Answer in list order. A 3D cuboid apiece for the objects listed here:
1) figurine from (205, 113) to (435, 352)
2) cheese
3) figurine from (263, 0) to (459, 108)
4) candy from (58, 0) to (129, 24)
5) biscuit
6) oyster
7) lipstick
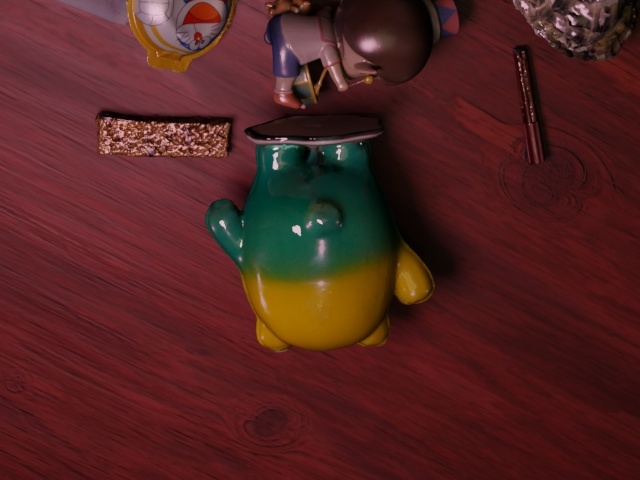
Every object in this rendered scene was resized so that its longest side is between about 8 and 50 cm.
[{"bbox_3d":[0.000,0.000,1.995,0.324,0.231,0.340,-5,106,-4],"label":"figurine"},{"bbox_3d":[-0.183,-0.367,1.920,0.177,0.069,0.270,8,101,-38],"label":"cheese"},{"bbox_3d":[0.058,-0.276,1.937,0.276,0.161,0.158,-11,151,6],"label":"figurine"},{"bbox_3d":[-0.325,-0.388,1.924,0.174,0.071,0.138,21,109,-8],"label":"candy"},{"bbox_3d":[-0.230,-0.152,2.035,0.199,0.034,0.064,3,111,-1],"label":"biscuit"},{"bbox_3d":[0.341,-0.411,1.890,0.162,0.158,0.350,-30,126,-26],"label":"oyster"},{"bbox_3d":[0.304,-0.197,2.028,0.027,0.027,0.176,-10,109,4],"label":"lipstick"}]
